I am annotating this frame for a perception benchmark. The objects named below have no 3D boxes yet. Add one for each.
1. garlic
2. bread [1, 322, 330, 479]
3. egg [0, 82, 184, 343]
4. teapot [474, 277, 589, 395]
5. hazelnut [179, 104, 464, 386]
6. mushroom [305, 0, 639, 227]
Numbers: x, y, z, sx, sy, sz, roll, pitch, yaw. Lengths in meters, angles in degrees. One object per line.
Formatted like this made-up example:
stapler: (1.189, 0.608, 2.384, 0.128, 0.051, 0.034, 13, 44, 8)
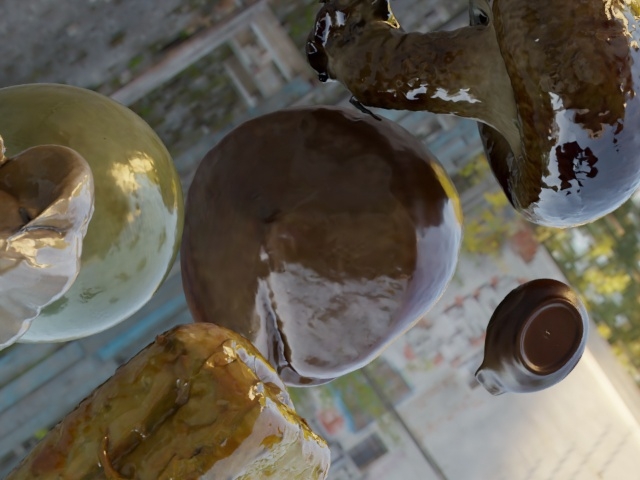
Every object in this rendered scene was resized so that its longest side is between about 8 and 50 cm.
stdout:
garlic: (-0.135, 0.005, 0.519, 0.113, 0.074, 0.094, -40, -151, -4)
bread: (-0.095, 0.127, 0.566, 0.211, 0.083, 0.114, -43, 152, -4)
egg: (-0.255, -0.021, 1.131, 0.295, 0.218, 0.218, -4, -162, 31)
teapot: (0.204, 0.096, 1.303, 0.129, 0.098, 0.078, -50, -167, -14)
hazelnut: (0.000, 0.000, 1.572, 0.372, 0.315, 0.372, -23, 177, -1)
mushroom: (0.192, -0.182, 1.415, 0.356, 0.334, 0.331, 1, 142, -18)
